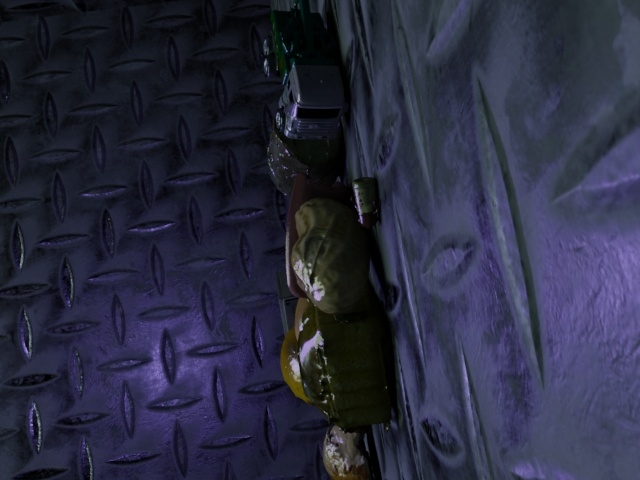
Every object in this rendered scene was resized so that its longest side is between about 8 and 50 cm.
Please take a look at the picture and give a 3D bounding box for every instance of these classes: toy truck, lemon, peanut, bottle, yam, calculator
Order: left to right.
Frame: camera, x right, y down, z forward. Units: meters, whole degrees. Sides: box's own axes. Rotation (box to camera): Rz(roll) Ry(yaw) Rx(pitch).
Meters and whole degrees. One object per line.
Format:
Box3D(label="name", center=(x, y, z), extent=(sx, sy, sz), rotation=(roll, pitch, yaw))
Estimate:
Box3D(label="toy truck", center=(-0.039, -0.419, 1.545), extent=(0.178, 0.177, 0.363), rotation=(118, 146, -62))
Box3D(label="yam", center=(-0.034, -0.235, 1.753), extent=(0.201, 0.202, 0.271), rotation=(56, 164, 22))
Box3D(label="lemon", center=(0.000, 0.372, 2.026), extent=(0.284, 0.261, 0.260), rotation=(-173, 74, -71))
Box3D(label="calculator", center=(0.000, 0.000, 1.660), extent=(0.048, 0.220, 0.329), rotation=(2, 86, 42))
Box3D(label="peanut", center=(0.027, 0.026, 1.473), extent=(0.340, 0.174, 0.158), rotation=(-81, -24, -53))
Box3D(label="bottle", center=(0.092, -0.073, 1.299), extent=(0.063, 0.047, 0.101), rotation=(-137, 36, -66))

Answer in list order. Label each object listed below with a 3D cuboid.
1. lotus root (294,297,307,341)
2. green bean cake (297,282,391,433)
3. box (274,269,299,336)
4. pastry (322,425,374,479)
Box3D(label="lotus root", center=(0.024, 0.186, 1.874), extent=(0.183, 0.183, 0.309), rotation=(92, -174, -68))
Box3D(label="green bean cake", center=(0.049, 0.271, 1.540), extent=(0.285, 0.202, 0.309), rotation=(-105, 7, -72))
Box3D(label="box", center=(-0.022, 0.197, 2.126), extent=(0.225, 0.225, 0.117), rotation=(85, 174, -49))
Box3D(label="pastry", center=(0.090, 0.705, 2.087), extent=(0.256, 0.170, 0.236), rotation=(79, -178, -54))
